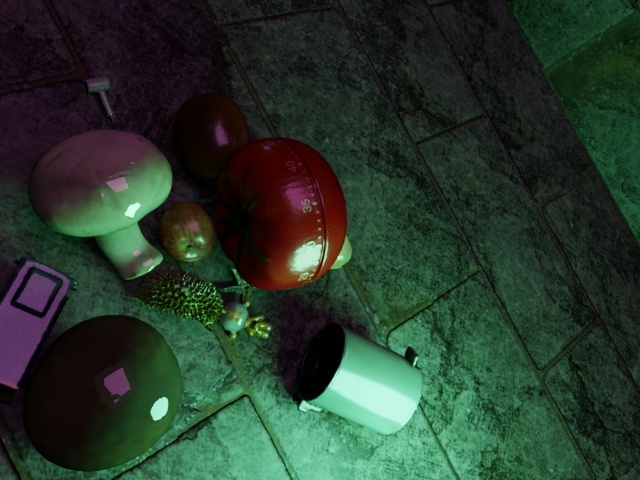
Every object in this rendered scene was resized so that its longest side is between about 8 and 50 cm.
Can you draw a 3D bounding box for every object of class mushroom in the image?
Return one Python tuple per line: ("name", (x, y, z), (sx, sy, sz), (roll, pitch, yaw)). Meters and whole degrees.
("mushroom", (-0.480, -0.107, 1.418), (0.315, 0.315, 0.356), (-29, 76, -37))

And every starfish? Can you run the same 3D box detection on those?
("starfish", (-0.204, 0.133, 1.668), (0.132, 0.041, 0.131), (-3, 92, -16))

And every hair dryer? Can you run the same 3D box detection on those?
("hair dryer", (-0.568, -0.364, 1.632), (0.063, 0.037, 0.125), (-23, 92, -35))

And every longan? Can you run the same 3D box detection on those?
("longan", (-0.443, 0.313, 1.288), (0.318, 0.319, 0.319), (13, 65, -29))

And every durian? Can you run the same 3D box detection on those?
("durian", (-0.332, 0.129, 1.528), (0.220, 0.095, 0.137), (26, 62, -11))

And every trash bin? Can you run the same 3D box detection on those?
("trash bin", (0.103, 0.368, 1.660), (0.262, 0.217, 0.277), (30, 98, -22))

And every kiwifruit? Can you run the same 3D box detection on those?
("kiwifruit", (-0.288, -0.274, 1.678), (0.195, 0.196, 0.234), (-5, 78, -34))

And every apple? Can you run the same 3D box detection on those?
("apple", (-0.337, -0.024, 1.577), (0.146, 0.146, 0.131), (-2, 52, -34))

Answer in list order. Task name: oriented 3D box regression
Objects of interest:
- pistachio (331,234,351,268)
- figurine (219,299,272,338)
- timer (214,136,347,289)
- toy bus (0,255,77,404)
("pistachio", (0.000, 0.000, 1.800), (0.200, 0.117, 0.145), (38, 70, -7))
("figurine", (-0.199, 0.214, 1.619), (0.101, 0.068, 0.143), (-43, 103, -19))
("timer", (-0.099, -0.069, 1.563), (0.279, 0.378, 0.378), (-14, 79, -28))
("toy bus", (-0.627, 0.179, 1.292), (0.138, 0.167, 0.275), (30, 57, -20))
